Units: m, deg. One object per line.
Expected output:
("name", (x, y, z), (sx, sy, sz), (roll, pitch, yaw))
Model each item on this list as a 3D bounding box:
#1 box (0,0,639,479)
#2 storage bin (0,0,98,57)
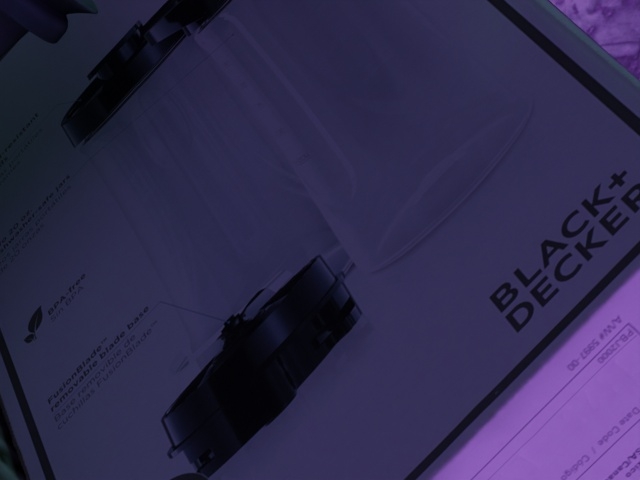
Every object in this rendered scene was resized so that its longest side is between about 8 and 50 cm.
("box", (0.000, 0.000, 0.479), (0.087, 0.169, 0.290), (38, 8, -34))
("storage bin", (-0.131, -0.072, 0.482), (0.098, 0.091, 0.135), (35, 12, -48))
